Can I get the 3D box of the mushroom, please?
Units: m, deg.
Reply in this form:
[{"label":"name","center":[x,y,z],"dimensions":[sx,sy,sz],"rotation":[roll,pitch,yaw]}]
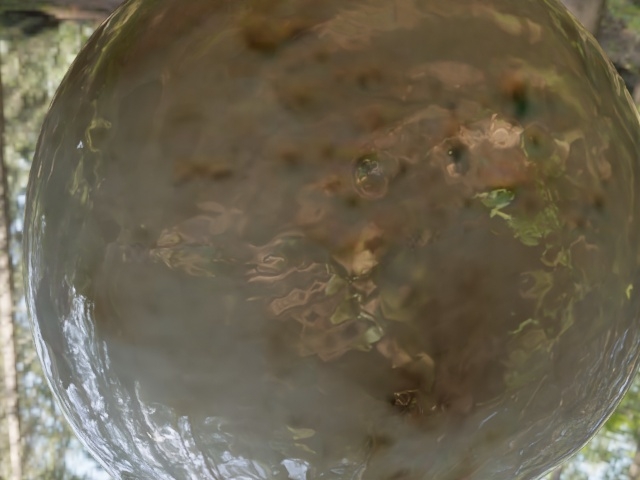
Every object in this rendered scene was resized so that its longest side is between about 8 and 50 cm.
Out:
[{"label":"mushroom","center":[0.000,0.000,0.421],"dimensions":[0.244,0.243,0.243],"rotation":[4,-152,-2]}]
